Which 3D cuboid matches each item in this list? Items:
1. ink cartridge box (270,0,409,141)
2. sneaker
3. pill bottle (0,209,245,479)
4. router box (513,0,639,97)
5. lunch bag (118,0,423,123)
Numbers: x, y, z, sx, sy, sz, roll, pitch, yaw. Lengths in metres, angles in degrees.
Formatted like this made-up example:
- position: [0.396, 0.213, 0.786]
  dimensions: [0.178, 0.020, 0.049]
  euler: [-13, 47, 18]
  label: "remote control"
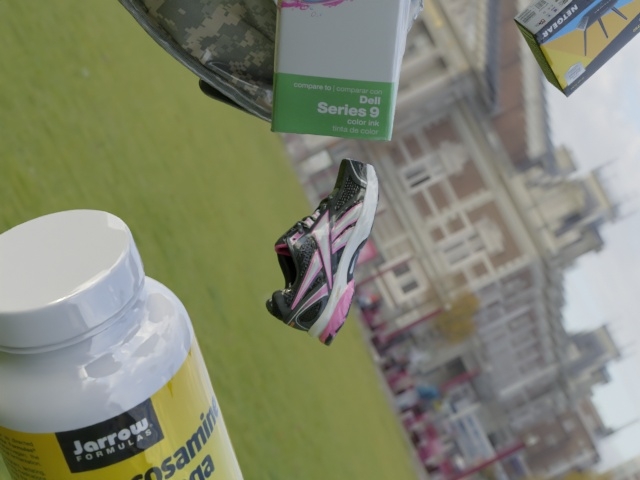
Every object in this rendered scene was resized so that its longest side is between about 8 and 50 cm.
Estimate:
- position: [0.021, -0.199, 1.051]
  dimensions: [0.154, 0.093, 0.212]
  euler: [-78, 172, -59]
  label: "ink cartridge box"
- position: [0.000, 0.000, 1.340]
  dimensions: [0.072, 0.077, 0.178]
  euler: [126, -19, -62]
  label: "sneaker"
- position: [-0.181, 0.149, 1.258]
  dimensions: [0.188, 0.187, 0.334]
  euler: [-115, -172, -57]
  label: "pill bottle"
- position: [0.329, -0.276, 1.780]
  dimensions: [0.046, 0.179, 0.133]
  euler: [48, 0, 40]
  label: "router box"
- position: [-0.046, -0.249, 1.393]
  dimensions: [0.287, 0.169, 0.235]
  euler: [46, 41, -10]
  label: "lunch bag"
